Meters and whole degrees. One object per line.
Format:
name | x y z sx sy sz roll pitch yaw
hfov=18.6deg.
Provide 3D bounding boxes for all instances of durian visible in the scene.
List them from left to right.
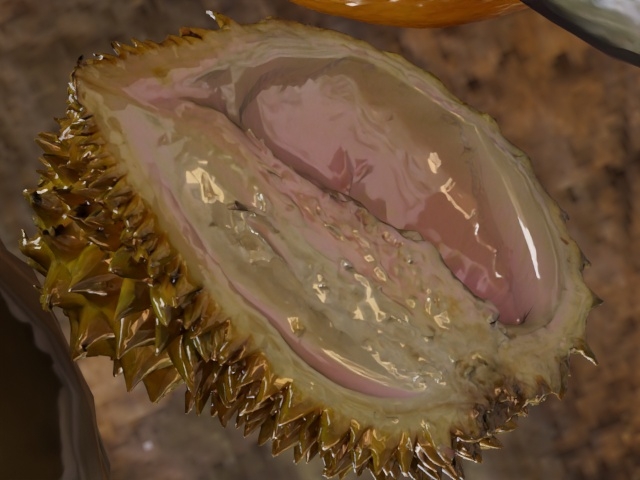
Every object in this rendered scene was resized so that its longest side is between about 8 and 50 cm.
durian | -0.006 0.011 0.821 0.250 0.138 0.183 27 -146 -8

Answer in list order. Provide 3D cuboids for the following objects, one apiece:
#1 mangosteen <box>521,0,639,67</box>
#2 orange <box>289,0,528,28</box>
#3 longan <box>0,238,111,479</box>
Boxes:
mangosteen | 0.132 -0.172 0.319 0.330 0.330 0.330 55 -159 -33
orange | 0.033 -0.197 0.636 0.261 0.261 0.261 55 -159 -33
longan | -0.286 0.161 0.844 0.404 0.404 0.436 -21 -56 -73
